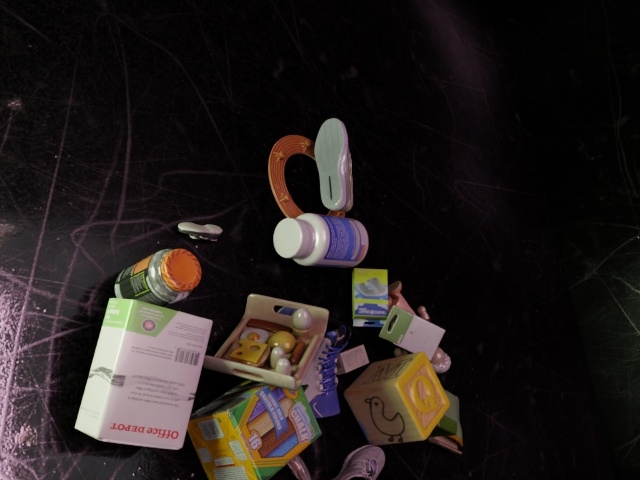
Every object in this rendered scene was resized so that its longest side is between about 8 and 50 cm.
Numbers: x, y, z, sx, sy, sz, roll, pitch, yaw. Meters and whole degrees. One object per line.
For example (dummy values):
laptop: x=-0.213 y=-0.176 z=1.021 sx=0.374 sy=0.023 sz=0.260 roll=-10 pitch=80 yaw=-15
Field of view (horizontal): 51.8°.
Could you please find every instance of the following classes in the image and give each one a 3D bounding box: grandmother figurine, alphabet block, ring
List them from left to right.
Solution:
ring: x=-0.029 y=-0.175 z=2.052 sx=0.337 sy=0.032 sz=0.336 roll=23 pitch=57 yaw=-39
alphabet block: x=0.223 y=0.458 z=1.907 sx=0.193 sy=0.197 sz=0.192 roll=-36 pitch=100 yaw=-50
grandmother figurine: x=0.307 y=0.307 z=2.149 sx=0.208 sy=0.104 sz=0.342 roll=-47 pitch=108 yaw=-23

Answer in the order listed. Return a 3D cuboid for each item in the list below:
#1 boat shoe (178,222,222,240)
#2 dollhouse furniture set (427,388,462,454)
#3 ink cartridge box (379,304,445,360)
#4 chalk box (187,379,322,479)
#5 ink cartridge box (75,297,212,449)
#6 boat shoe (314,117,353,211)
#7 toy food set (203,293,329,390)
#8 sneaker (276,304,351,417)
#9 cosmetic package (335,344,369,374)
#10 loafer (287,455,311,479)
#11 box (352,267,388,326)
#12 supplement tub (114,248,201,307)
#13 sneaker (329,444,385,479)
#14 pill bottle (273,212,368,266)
boat shoe: x=-0.306 y=-0.020 z=1.663 sx=0.125 sy=0.038 sz=0.046 roll=3 pitch=28 yaw=-48
dollhouse furniture set: x=0.405 y=0.547 z=2.104 sx=0.302 sy=0.151 sz=0.197 roll=33 pitch=50 yaw=-35
ink cartridge box: x=0.273 y=0.281 z=2.047 sx=0.209 sy=0.062 sz=0.108 roll=27 pitch=89 yaw=-22
chalk box: x=-0.134 y=0.421 z=1.539 sx=0.289 sy=0.180 sz=0.179 roll=-23 pitch=90 yaw=-49
ink cartridge box: x=-0.359 y=0.273 z=1.356 sx=0.198 sy=0.115 sz=0.272 roll=23 pitch=73 yaw=-40
boat shoe: x=0.048 y=-0.232 z=2.079 sx=0.094 sy=0.109 sz=0.302 roll=22 pitch=65 yaw=-59
toy food set: x=-0.121 y=0.228 z=1.564 sx=0.306 sy=0.220 sz=0.092 roll=-55 pitch=154 yaw=-63
sneaker: x=-0.001 y=0.308 z=1.738 sx=0.128 sy=0.182 sz=0.315 roll=-10 pitch=80 yaw=-48
cosmetic package: x=0.087 y=0.348 z=1.928 sx=0.115 sy=0.041 sz=0.060 roll=-8 pitch=78 yaw=-50
loafer: x=-0.065 y=0.566 z=1.666 sx=0.125 sy=0.039 sz=0.045 roll=63 pitch=7 yaw=-9
box: x=0.153 y=0.176 z=2.040 sx=0.109 sy=0.042 sz=0.178 roll=3 pitch=65 yaw=-4
supplement tub: x=-0.353 y=0.088 z=1.440 sx=0.117 sy=0.190 sz=0.116 roll=23 pitch=57 yaw=-41
sneaker: x=0.105 y=0.641 z=1.753 sx=0.281 sy=0.115 sz=0.105 roll=-29 pitch=95 yaw=-50
pill bottle: x=0.000 y=0.000 z=1.907 sx=0.272 sy=0.152 sz=0.152 roll=6 pitch=68 yaw=-47
